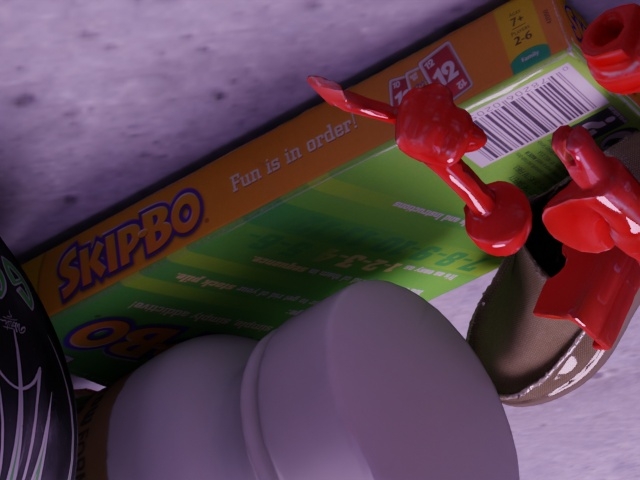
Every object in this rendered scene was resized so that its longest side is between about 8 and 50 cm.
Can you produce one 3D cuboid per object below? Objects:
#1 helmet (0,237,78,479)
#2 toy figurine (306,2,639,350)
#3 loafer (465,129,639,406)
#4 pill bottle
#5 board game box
[{"bbox_3d":[-0.161,0.071,0.566,0.169,0.161,0.169,-12,153,-6],"label":"helmet"},{"bbox_3d":[0.196,-0.082,0.420,0.191,0.217,0.362,37,159,-30],"label":"toy figurine"},{"bbox_3d":[0.088,0.007,0.622,0.050,0.056,0.148,3,139,-32],"label":"loafer"},{"bbox_3d":[-0.045,0.109,0.660,0.229,0.131,0.131,-32,149,31],"label":"pill bottle"},{"bbox_3d":[0.000,0.000,0.653,0.259,0.039,0.124,-29,150,21],"label":"board game box"}]
